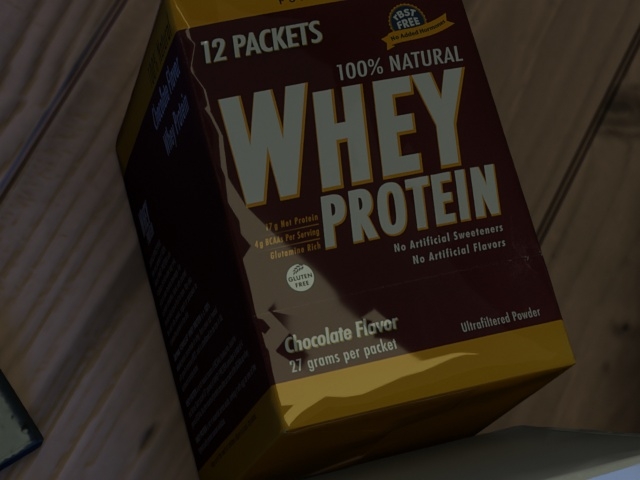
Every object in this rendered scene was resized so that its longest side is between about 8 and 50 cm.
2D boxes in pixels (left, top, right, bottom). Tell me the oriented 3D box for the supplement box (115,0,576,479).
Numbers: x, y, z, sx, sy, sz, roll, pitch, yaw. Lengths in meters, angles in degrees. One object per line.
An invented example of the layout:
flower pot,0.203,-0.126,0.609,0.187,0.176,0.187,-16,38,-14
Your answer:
supplement box,0.000,0.000,0.849,0.129,0.191,0.194,-12,75,-16

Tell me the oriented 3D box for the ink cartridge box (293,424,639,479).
ink cartridge box,0.059,0.230,0.761,0.198,0.197,0.270,-11,89,-16

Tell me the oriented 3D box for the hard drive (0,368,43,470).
hard drive,-0.205,0.062,0.874,0.094,0.022,0.135,-31,82,-19
